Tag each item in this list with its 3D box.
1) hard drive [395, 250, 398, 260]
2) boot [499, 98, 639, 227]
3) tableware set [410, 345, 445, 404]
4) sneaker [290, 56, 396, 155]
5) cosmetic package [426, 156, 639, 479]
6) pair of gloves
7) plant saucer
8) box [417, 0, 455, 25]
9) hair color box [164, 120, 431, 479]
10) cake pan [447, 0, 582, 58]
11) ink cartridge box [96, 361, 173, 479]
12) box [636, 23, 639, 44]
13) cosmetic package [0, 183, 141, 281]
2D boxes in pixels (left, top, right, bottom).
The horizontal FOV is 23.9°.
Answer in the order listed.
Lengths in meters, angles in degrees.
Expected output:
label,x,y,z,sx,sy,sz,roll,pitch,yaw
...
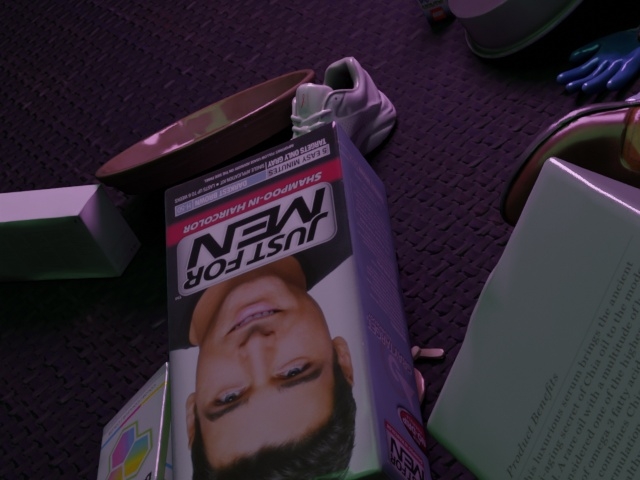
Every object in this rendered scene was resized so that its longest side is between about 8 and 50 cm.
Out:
label,x,y,z,sx,sy,sz,roll,pitch,yaw
hard drive,0.000,0.000,1.513,0.094,0.022,0.135,-38,61,-9
boot,0.313,-0.016,1.309,0.264,0.096,0.280,-24,42,1
tableware set,0.004,0.136,1.371,0.194,0.039,0.128,-3,43,36
sneaker,-0.006,-0.107,1.623,0.090,0.115,0.232,-5,42,34
cosmetic package,0.276,0.140,0.956,0.453,0.161,0.230,42,112,55
pair of gloves,0.339,-0.182,1.528,0.159,0.023,0.198,-38,33,-8
plant saucer,-0.126,-0.120,1.731,0.278,0.041,0.278,-24,11,5
box,0.138,-0.368,1.847,0.036,0.114,0.207,-15,36,24
hair color box,-0.027,0.091,1.317,0.185,0.113,0.374,-22,48,17
cake pan,0.242,-0.338,1.675,0.293,0.054,0.293,-45,25,28
ink cartridge box,-0.147,0.219,1.330,0.109,0.062,0.209,-47,25,29
box,0.449,-0.288,1.342,0.295,0.073,0.293,-10,46,37
cosmetic package,-0.332,-0.007,1.774,0.239,0.099,0.060,-3,44,36
